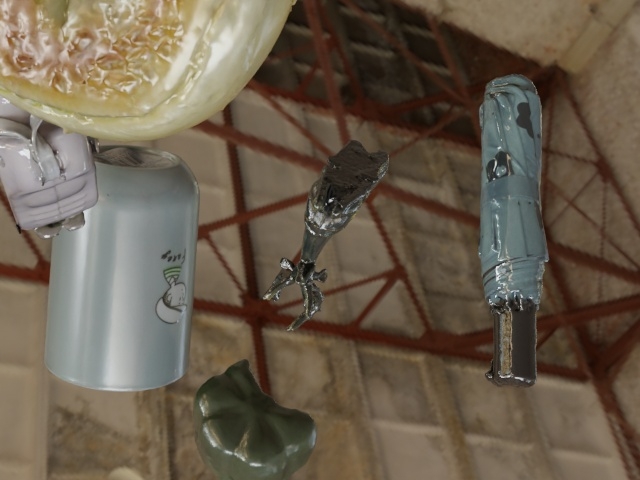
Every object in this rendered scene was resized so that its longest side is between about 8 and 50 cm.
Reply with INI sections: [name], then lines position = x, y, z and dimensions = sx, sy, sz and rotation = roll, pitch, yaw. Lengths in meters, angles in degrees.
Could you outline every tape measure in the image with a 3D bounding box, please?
[tape measure]
position = -0.281, -0.121, 1.034
dimensions = 0.120, 0.236, 0.197
rotation = -20, -97, -15

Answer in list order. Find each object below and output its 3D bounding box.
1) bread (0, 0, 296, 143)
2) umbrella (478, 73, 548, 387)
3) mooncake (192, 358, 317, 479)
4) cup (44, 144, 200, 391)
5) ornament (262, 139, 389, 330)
[bread]
position = -0.142, -0.225, 0.785
dimensions = 0.305, 0.305, 0.159
rotation = 41, -153, 7
[umbrella]
position = 0.152, -0.011, 0.844
dimensions = 0.052, 0.053, 0.250
rotation = 7, -108, -15
[mooncake]
position = -0.090, 0.249, 1.479
dimensions = 0.175, 0.104, 0.168
rotation = 12, -130, 4
[cup]
position = -0.276, 0.034, 1.520
dimensions = 0.205, 0.312, 0.205
rotation = 6, -163, -2
[ornament]
position = 0.000, 0.000, 1.422
dimensions = 0.080, 0.236, 0.202
rotation = 25, -147, 6
